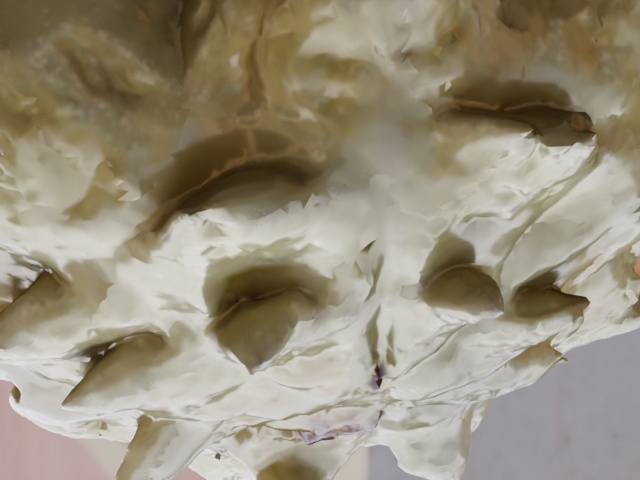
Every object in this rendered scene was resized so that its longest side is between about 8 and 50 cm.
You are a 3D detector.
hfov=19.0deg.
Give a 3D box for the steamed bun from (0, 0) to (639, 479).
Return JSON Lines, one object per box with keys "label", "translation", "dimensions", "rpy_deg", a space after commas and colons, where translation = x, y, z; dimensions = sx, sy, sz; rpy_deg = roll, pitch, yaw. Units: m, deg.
{"label": "steamed bun", "translation": [0.000, 0.000, 0.593], "dimensions": [0.295, 0.137, 0.292], "rpy_deg": [-23, 152, 26]}
